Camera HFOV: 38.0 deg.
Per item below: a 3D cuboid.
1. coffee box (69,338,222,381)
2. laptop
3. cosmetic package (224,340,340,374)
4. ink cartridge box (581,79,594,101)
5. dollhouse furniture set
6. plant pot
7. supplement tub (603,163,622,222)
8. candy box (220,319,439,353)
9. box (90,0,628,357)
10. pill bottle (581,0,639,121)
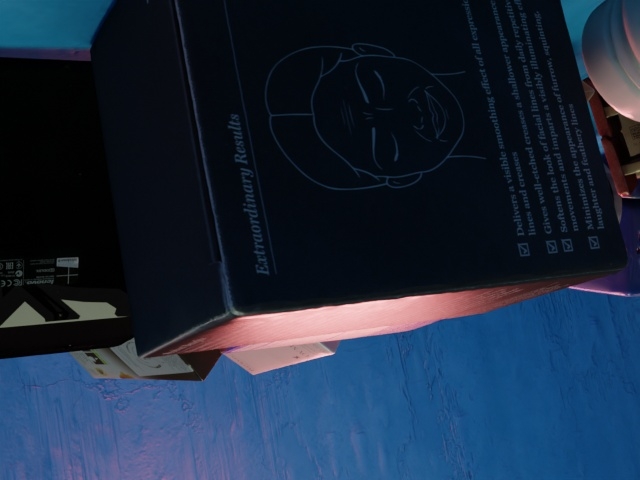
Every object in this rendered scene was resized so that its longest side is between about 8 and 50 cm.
[{"bbox_3d":[-0.233,0.114,1.293,0.247,0.098,0.141,-6,-141,43],"label":"coffee box"},{"bbox_3d":[-0.355,-0.005,0.967,0.382,0.407,0.236,-3,-159,-28],"label":"laptop"},{"bbox_3d":[-0.101,0.077,1.406,0.224,0.138,0.225,39,147,-21],"label":"cosmetic package"},{"bbox_3d":[0.208,-0.090,1.131,0.234,0.088,0.193,-52,176,-12],"label":"ink cartridge box"},{"bbox_3d":[0.485,-0.180,1.227,0.201,0.152,0.374,-16,-175,25],"label":"dollhouse furniture set"},{"bbox_3d":[0.542,-0.017,1.731,0.236,0.212,0.236,1,-175,-42],"label":"plant pot"},{"bbox_3d":[0.304,-0.054,1.426,0.207,0.207,0.338,-19,166,38],"label":"supplement tub"},{"bbox_3d":[0.000,0.000,1.249,0.317,0.268,0.122,-2,163,-34],"label":"candy box"},{"bbox_3d":[0.031,-0.075,0.826,0.396,0.293,0.212,-4,167,-30],"label":"box"},{"bbox_3d":[0.366,-0.212,0.797,0.160,0.160,0.283,-6,168,-25],"label":"pill bottle"}]
